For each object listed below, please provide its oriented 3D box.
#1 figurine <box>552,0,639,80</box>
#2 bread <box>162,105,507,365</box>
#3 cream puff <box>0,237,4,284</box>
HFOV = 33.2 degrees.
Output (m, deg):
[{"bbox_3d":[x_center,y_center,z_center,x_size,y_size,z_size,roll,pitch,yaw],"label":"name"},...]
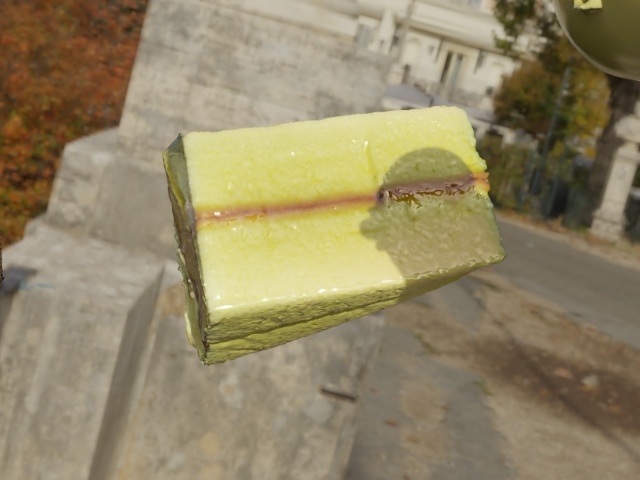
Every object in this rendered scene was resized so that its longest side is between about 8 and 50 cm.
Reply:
[{"bbox_3d":[0.233,-0.130,0.454,0.222,0.124,0.324,-9,8,-23],"label":"figurine"},{"bbox_3d":[0.004,-0.001,0.930,0.264,0.167,0.163,-7,-20,-10],"label":"bread"},{"bbox_3d":[-0.342,0.006,0.987,0.149,0.149,0.084,21,39,36],"label":"cream puff"}]
